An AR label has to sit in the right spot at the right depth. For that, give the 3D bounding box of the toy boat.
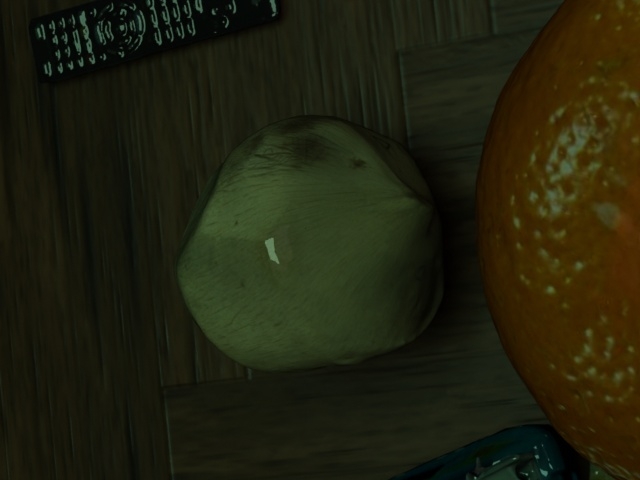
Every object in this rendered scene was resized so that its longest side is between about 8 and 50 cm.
[{"bbox_3d":[0.062,0.238,1.450,0.299,0.092,0.134,-31,67,33],"label":"toy boat"}]

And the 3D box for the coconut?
[{"bbox_3d":[0.000,0.000,1.465,0.224,0.224,0.224,-1,87,26],"label":"coconut"}]

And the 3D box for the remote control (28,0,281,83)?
[{"bbox_3d":[-0.145,-0.189,1.637,0.245,0.025,0.063,-12,84,24],"label":"remote control"}]

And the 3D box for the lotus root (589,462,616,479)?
[{"bbox_3d":[0.266,0.204,1.397,0.144,0.070,0.143,7,86,31],"label":"lotus root"}]

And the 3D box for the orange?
[{"bbox_3d":[0.311,-0.018,1.242,0.424,0.326,0.424,9,107,32],"label":"orange"}]
